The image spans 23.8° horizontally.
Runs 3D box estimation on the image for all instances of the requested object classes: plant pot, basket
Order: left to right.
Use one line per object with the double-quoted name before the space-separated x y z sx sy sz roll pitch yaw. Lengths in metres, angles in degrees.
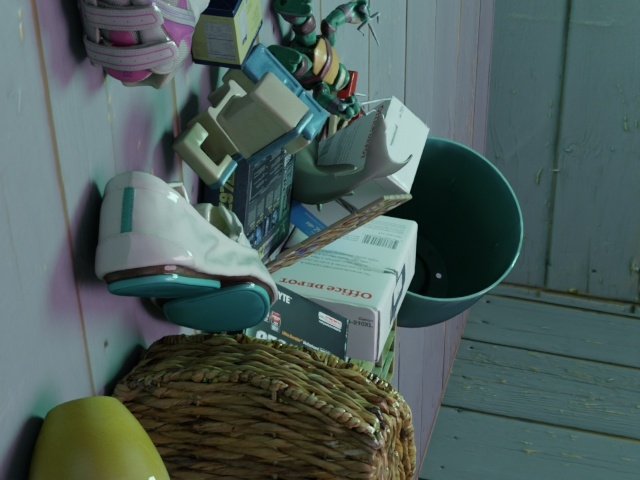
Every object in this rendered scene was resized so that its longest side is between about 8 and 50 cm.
"plant pot" -0.208 0.198 1.388 0.134 0.134 0.095 64 12 -69
"basket" -0.055 0.194 1.628 0.223 0.299 0.213 -46 142 -65
"plant pot" 0.155 0.010 2.496 0.235 0.293 0.293 117 -10 -62

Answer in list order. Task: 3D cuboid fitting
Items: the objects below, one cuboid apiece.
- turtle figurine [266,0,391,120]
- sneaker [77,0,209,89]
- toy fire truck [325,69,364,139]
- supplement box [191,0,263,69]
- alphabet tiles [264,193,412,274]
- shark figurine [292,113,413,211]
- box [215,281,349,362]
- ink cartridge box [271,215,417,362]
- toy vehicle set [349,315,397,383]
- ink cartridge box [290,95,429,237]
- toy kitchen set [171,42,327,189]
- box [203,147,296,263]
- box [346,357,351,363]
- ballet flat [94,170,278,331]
"turtle figurine" 0.006 -0.238 2.004 0.234 0.118 0.175 24 58 -61
"sneaker" -0.160 -0.199 1.326 0.252 0.103 0.111 44 54 -74
"toy fire truck" 0.029 -0.164 2.309 0.135 0.047 0.192 -19 118 -75
"supplement box" -0.103 -0.244 1.646 0.083 0.056 0.083 85 20 -48
"alphabet tiles" 0.000 0.000 1.969 0.009 0.237 0.198 61 13 4
"shark figurine" -0.016 -0.100 1.981 0.166 0.278 0.116 -47 114 -17
"box" -0.050 0.154 1.933 0.220 0.051 0.175 30 58 -48
"ink cartridge box" 0.030 0.058 2.188 0.237 0.172 0.100 -62 158 -54
"toy vehicle set" 0.066 0.230 2.303 0.267 0.035 0.166 -66 162 -47
"ink cartridge box" 0.049 -0.098 2.131 0.082 0.191 0.139 41 45 -22
"toy kitchen set" -0.040 -0.139 1.644 0.122 0.166 0.207 47 43 -15
"box" -0.085 -0.061 1.854 0.232 0.059 0.183 -51 148 -67
"box" -0.004 0.185 2.288 0.203 0.103 0.114 -17 116 -76
"ballet flat" -0.133 0.010 1.586 0.400 0.139 0.139 40 60 -74
